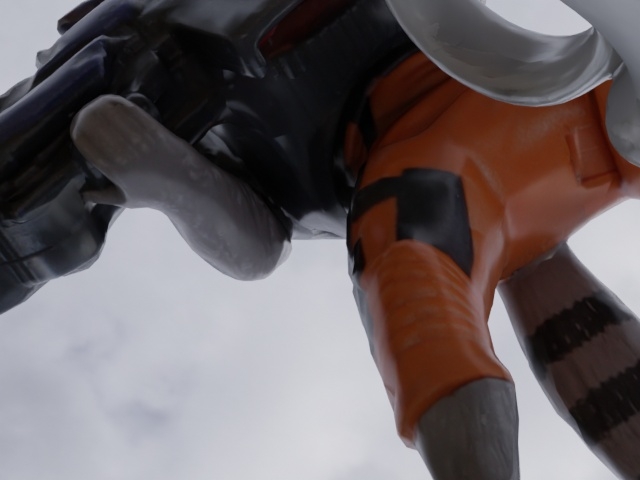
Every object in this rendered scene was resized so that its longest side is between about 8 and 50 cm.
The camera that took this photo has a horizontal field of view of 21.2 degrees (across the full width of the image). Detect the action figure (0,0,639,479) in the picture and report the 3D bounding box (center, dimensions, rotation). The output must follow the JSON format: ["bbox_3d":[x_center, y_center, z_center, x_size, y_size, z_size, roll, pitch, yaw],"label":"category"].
[{"bbox_3d":[0.000,0.000,0.548,0.341,0.178,0.330,-37,-136,-11],"label":"action figure"}]

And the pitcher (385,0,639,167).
[{"bbox_3d":[0.044,-0.100,0.325,0.178,0.207,0.125,6,-128,46],"label":"pitcher"}]
